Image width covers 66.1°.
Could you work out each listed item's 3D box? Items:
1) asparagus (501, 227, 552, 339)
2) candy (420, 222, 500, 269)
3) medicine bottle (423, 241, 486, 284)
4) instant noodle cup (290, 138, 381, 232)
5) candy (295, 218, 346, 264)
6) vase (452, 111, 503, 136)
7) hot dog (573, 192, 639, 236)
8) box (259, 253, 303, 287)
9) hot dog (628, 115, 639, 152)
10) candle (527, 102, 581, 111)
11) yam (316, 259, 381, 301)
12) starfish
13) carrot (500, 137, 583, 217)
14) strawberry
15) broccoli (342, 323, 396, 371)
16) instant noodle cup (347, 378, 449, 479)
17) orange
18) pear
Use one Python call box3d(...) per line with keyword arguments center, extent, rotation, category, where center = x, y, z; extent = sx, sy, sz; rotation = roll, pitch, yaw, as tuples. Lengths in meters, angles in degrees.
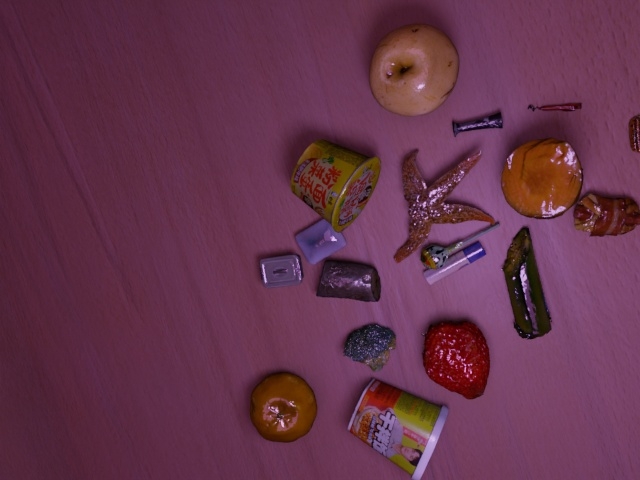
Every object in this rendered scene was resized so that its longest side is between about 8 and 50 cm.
box3d(center=(0.715, 0.152, 1.732), extent=(0.128, 0.108, 0.382), rotation=(-13, 92, 18), category="asparagus")
box3d(center=(0.502, 0.008, 1.772), extent=(0.305, 0.083, 0.091), rotation=(-29, 52, 7), category="candy")
box3d(center=(0.491, 0.084, 1.806), extent=(0.230, 0.059, 0.059), rotation=(-32, 89, 17), category="medicine bottle")
box3d(center=(0.046, -0.211, 1.782), extent=(0.221, 0.311, 0.311), rotation=(33, 105, 20), category="instant noodle cup")
box3d(center=(0.000, 0.000, 1.921), extent=(0.174, 0.071, 0.138), rotation=(-30, 89, 16), category="candy")
box3d(center=(0.549, -0.405, 1.724), extent=(0.166, 0.059, 0.059), rotation=(-8, 95, 16), category="vase")
box3d(center=(0.955, -0.083, 1.635), extent=(0.213, 0.103, 0.146), rotation=(3, 97, 14), category="hot dog")
box3d(center=(-0.147, 0.117, 1.967), extent=(0.172, 0.093, 0.124), rotation=(-7, 95, 15), category="box")
box3d(center=(1.040, -0.347, 1.611), extent=(0.049, 0.037, 0.122), rotation=(-8, 94, 19), category="hot dog")
box3d(center=(0.794, -0.450, 1.671), extent=(0.167, 0.021, 0.026), rotation=(1, 97, 15), category="candle")
box3d(center=(0.101, 0.154, 1.880), extent=(0.254, 0.154, 0.154), rotation=(6, 99, 16), category="yam")
box3d(center=(0.411, -0.136, 1.773), extent=(0.383, 0.132, 0.398), rotation=(-13, 97, 12), category="starfish")
box3d(center=(0.718, -0.186, 1.590), extent=(0.241, 0.340, 0.242), rotation=(-2, 87, 29), category="carrot")
box3d(center=(0.491, 0.429, 1.742), extent=(0.257, 0.257, 0.277), rotation=(-35, 45, 17), category="strawberry")
box3d(center=(0.200, 0.429, 1.906), extent=(0.219, 0.194, 0.194), rotation=(-27, 90, -6), category="broccoli")
box3d(center=(0.285, 0.690, 1.852), extent=(0.307, 0.294, 0.294), rotation=(24, 103, 18), category="instant noodle cup")
box3d(center=(-0.149, 0.671, 1.970), extent=(0.278, 0.235, 0.279), rotation=(1, 97, 7), category="orange")
box3d(center=(0.314, -0.567, 1.653), extent=(0.309, 0.309, 0.309), rotation=(2, 98, 15), category="pear")
